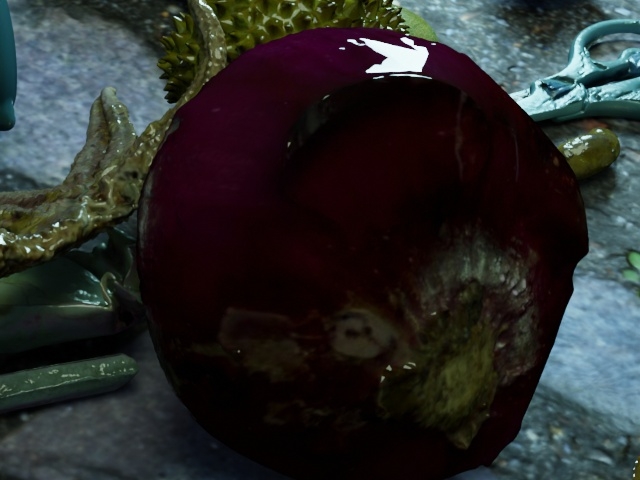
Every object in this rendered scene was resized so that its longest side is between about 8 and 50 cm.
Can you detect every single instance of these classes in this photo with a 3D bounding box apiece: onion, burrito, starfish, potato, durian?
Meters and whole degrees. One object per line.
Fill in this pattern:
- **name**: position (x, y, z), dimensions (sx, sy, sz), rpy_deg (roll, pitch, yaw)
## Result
- **onion**: position (0.000, 0.000, 1.476), dimensions (0.398, 0.398, 0.420), rpy_deg (-17, 19, -26)
- **burrito**: position (-0.267, 0.054, 1.527), dimensions (0.229, 0.089, 0.144), rpy_deg (-4, 34, -6)
- **starfish**: position (-0.233, -0.071, 1.513), dimensions (0.398, 0.132, 0.384), rpy_deg (-48, 28, -19)
- **potato**: position (0.283, -0.091, 1.818), dimensions (0.092, 0.045, 0.046), rpy_deg (-24, 15, -34)
- **durian**: position (-0.021, -0.181, 1.726), dimensions (0.258, 0.258, 0.293), rpy_deg (29, 6, 21)

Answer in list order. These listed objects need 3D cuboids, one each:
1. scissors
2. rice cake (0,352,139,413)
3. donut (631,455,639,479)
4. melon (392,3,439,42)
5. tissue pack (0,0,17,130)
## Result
- **scissors**: position (0.267, -0.164, 1.905), dimensions (0.393, 0.032, 0.180), rpy_deg (-16, 47, -25)
- **rice cake**: position (-0.259, 0.130, 1.490), dimensions (0.208, 0.033, 0.033), rpy_deg (-11, 56, -22)
- **donut**: position (0.415, 0.197, 1.473), dimensions (0.278, 0.108, 0.277), rpy_deg (5, 42, -5)
- **melon**: position (0.074, -0.229, 1.908), dimensions (0.160, 0.079, 0.128), rpy_deg (33, 46, 26)
- **tissue pack**: position (-0.431, -0.165, 1.662), dimensions (0.287, 0.198, 0.206), rpy_deg (-28, 49, -37)
